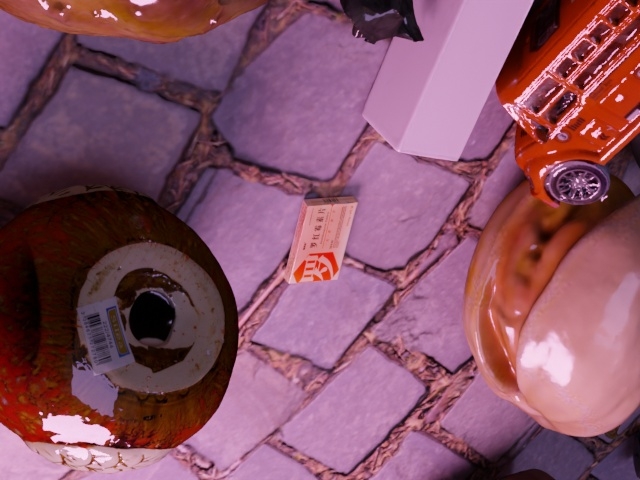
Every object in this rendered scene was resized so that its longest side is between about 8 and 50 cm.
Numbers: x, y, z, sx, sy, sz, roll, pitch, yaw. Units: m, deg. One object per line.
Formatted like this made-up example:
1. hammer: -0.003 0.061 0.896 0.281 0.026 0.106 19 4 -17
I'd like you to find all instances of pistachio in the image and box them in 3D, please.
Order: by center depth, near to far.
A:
1. pistachio: 0.269 0.069 1.344 0.230 0.230 0.309 -4 114 -30

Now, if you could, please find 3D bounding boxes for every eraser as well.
1. eraser: 0.137 -0.221 1.139 0.076 0.078 0.298 5 119 -35

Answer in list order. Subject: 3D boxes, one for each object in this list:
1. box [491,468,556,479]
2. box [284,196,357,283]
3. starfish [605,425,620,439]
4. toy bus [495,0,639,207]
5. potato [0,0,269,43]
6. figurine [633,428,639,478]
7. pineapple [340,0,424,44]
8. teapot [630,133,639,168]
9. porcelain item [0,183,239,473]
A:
1. box: 0.204 0.443 1.543 0.216 0.301 0.301 -7 126 -18
2. box: 0.000 0.000 1.262 0.058 0.015 0.093 -5 124 -31
3. starfish: 0.390 0.102 1.537 0.358 0.078 0.347 13 108 -35
4. toy bus: 0.269 -0.179 1.162 0.153 0.143 0.329 26 137 -15
5. potato: -0.148 -0.247 0.832 0.289 0.237 0.301 -11 127 -25
6. figurine: 0.470 0.281 1.716 0.086 0.094 0.082 2 85 0
7. pineapple: 0.076 -0.268 1.055 0.119 0.111 0.237 12 125 -8
8. teapot: 0.427 -0.147 1.329 0.208 0.166 0.300 -11 139 -10
9. porcelain item: -0.205 0.078 1.090 0.253 0.253 0.253 -17 130 -21
